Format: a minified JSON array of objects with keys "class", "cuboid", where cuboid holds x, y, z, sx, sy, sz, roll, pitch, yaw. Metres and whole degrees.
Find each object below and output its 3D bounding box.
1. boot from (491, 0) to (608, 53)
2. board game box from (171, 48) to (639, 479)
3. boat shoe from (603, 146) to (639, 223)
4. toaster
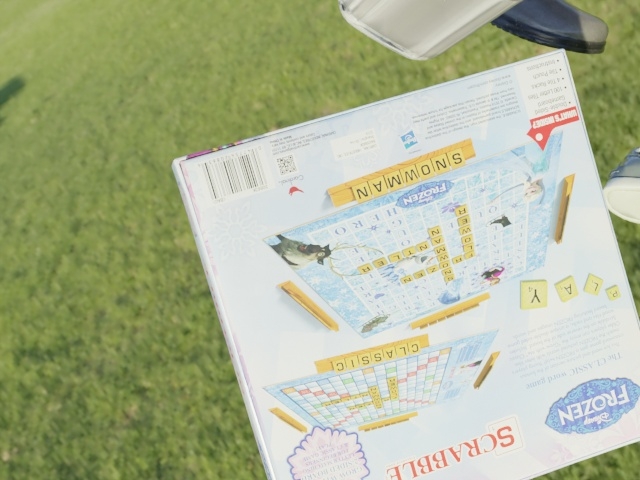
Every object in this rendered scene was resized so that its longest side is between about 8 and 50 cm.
[{"class":"boot","cuboid":[0.249,-0.392,1.357,0.223,0.338,0.118,-66,-7,19]},{"class":"board game box","cuboid":[0.081,0.046,0.832,0.318,0.318,0.066,-16,3,-9]},{"class":"boat shoe","cuboid":[0.531,-0.072,1.386,0.319,0.116,0.099,8,57,40]},{"class":"toaster","cuboid":[0.101,-0.246,0.856,0.146,0.129,0.227,-33,37,57]}]
